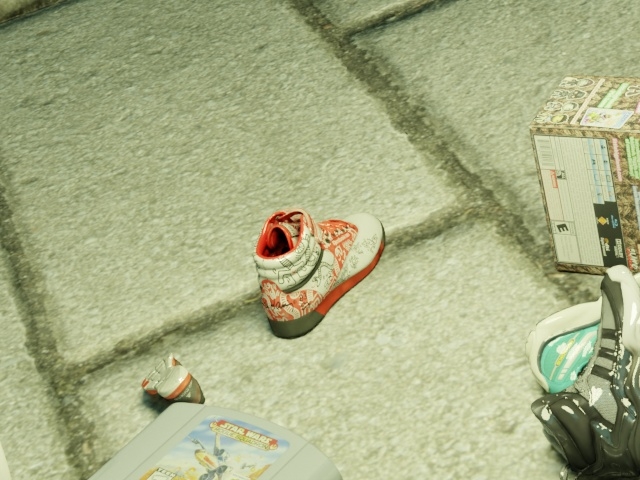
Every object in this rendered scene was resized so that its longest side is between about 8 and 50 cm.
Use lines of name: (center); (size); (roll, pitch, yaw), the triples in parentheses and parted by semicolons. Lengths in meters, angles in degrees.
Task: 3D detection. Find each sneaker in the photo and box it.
sneaker: (-0.190, 0.195, 2.175); (0.061, 0.065, 0.158); (-48, 16, -4)
sneaker: (0.315, 0.156, 1.899); (0.153, 0.101, 0.269); (-13, 57, 14)
sneaker: (0.001, 0.001, 2.295); (0.090, 0.145, 0.270); (8, 39, 33)
sneaker: (0.387, 0.117, 2.014); (0.275, 0.107, 0.110); (-26, 52, -7)

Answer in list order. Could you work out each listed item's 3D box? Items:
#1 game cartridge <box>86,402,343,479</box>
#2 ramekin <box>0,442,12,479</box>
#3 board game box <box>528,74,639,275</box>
game cartridge: (-0.126, 0.290, 1.993); (0.297, 0.062, 0.198); (14, 47, 39)
ramekin: (-0.455, 0.282, 1.967); (0.127, 0.273, 0.273); (-17, 30, -24)
board game box: (0.444, -0.079, 2.138); (0.291, 0.232, 0.141); (6, 38, 30)
